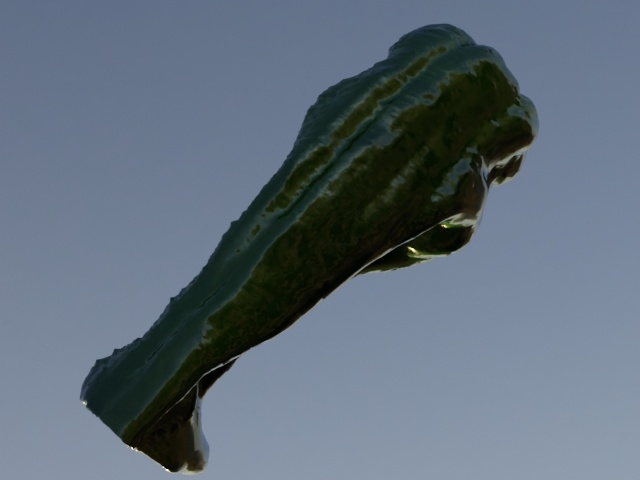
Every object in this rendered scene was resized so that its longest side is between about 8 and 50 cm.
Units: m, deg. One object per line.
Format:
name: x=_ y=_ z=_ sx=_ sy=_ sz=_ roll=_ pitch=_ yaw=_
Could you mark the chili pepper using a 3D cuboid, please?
chili pepper: x=0.000 y=0.001 z=0.746 sx=0.253 sy=0.083 sz=0.099 roll=-43 pitch=-20 yaw=-21
